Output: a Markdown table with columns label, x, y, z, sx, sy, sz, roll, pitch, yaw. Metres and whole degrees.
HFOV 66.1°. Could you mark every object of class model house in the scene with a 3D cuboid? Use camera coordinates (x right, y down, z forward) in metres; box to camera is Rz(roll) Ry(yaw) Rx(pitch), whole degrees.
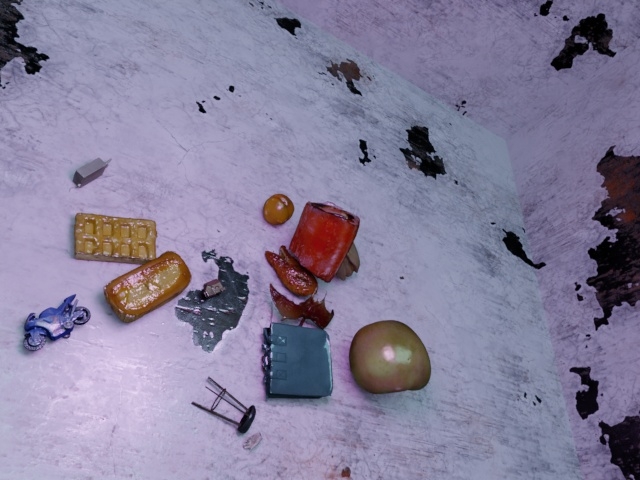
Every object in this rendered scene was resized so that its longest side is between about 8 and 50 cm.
| label | x | y | z | sx | sy | sz | roll | pitch | yaw |
| --- | --- | --- | --- | --- | --- | --- | --- | --- | --- |
| model house | -0.402 | 0.176 | 1.821 | 0.083 | 0.057 | 0.058 | -21 | 81 | -41 |

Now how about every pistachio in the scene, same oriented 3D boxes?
| label | x | y | z | sx | sy | sz | roll | pitch | yaw |
| --- | --- | --- | --- | --- | --- | --- | --- | --- | --- |
| pistachio | 0.066 | 0.033 | 2.192 | 0.162 | 0.181 | 0.293 | -35 | 80 | -7 |

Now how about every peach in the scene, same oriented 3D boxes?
| label | x | y | z | sx | sy | sz | roll | pitch | yaw |
| --- | --- | --- | --- | --- | --- | --- | --- | --- | --- |
| peach | -0.183 | -0.137 | 2.136 | 0.138 | 0.138 | 0.138 | 19 | 53 | -26 |

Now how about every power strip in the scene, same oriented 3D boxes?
| label | x | y | z | sx | sy | sz | roll | pitch | yaw |
| --- | --- | --- | --- | --- | --- | --- | --- | --- | --- |
| power strip | -0.819 | -0.256 | 1.781 | 0.042 | 0.075 | 0.175 | 44 | 44 | -5 |

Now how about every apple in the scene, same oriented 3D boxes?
| label | x | y | z | sx | sy | sz | roll | pitch | yaw |
| --- | --- | --- | --- | --- | --- | --- | --- | --- | --- |
| apple | 0.271 | 0.463 | 1.956 | 0.319 | 0.319 | 0.277 | 7 | 66 | -33 |

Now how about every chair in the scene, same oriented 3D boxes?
| label | x | y | z | sx | sy | sz | roll | pitch | yaw |
| --- | --- | --- | --- | --- | --- | --- | --- | --- | --- |
| chair | -0.302 | 0.547 | 1.625 | 0.221 | 0.095 | 0.104 | 38 | 58 | -11 |

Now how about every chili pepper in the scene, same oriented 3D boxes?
| label | x | y | z | sx | sy | sz | roll | pitch | yaw |
| --- | --- | --- | --- | --- | --- | --- | --- | --- | --- |
| chili pepper | 0.000 | 0.000 | 2.007 | 0.251 | 0.305 | 0.229 | 29 | 11 | 11 |

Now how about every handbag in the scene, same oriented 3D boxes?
| label | x | y | z | sx | sy | sz | roll | pitch | yaw |
| --- | --- | --- | --- | --- | --- | --- | --- | --- | --- |
| handbag | -0.092 | 0.455 | 1.845 | 0.274 | 0.100 | 0.268 | 10 | 60 | -30 |

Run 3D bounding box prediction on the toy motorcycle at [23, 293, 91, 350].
| label | x | y | z | sx | sy | sz | roll | pitch | yaw |
| --- | --- | --- | --- | --- | --- | --- | --- | --- | --- |
| toy motorcycle | -0.801 | 0.243 | 1.476 | 0.114 | 0.076 | 0.205 | 47 | 44 | 8 |

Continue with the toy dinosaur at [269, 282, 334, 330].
| label | x | y | z | sx | sy | sz | roll | pitch | yaw |
| --- | --- | --- | --- | --- | --- | --- | --- | --- | --- |
| toy dinosaur | -0.051 | 0.269 | 1.971 | 0.327 | 0.206 | 0.113 | -4 | 26 | -33 |

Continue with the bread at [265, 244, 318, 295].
| label | x | y | z | sx | sy | sz | roll | pitch | yaw |
| --- | --- | --- | --- | --- | --- | --- | --- | --- | --- |
| bread | -0.115 | 0.125 | 2.041 | 0.269 | 0.095 | 0.139 | 52 | 38 | 9 |

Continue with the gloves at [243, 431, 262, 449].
| label | x | y | z | sx | sy | sz | roll | pitch | yaw |
| --- | --- | --- | --- | --- | --- | --- | --- | --- | --- |
| gloves | -0.220 | 0.670 | 1.645 | 0.081 | 0.037 | 0.044 | -14 | 34 | -25 |

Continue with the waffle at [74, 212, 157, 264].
| label | x | y | z | sx | sy | sz | roll | pitch | yaw |
| --- | --- | --- | --- | --- | --- | --- | --- | --- | --- |
| waffle | -0.708 | -0.004 | 1.710 | 0.274 | 0.057 | 0.168 | 6 | 58 | -34 |

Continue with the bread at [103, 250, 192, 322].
| label | x | y | z | sx | sy | sz | roll | pitch | yaw |
| --- | --- | --- | --- | --- | --- | --- | --- | --- | --- |
| bread | -0.579 | 0.157 | 1.662 | 0.152 | 0.119 | 0.288 | 50 | 45 | 7 |
